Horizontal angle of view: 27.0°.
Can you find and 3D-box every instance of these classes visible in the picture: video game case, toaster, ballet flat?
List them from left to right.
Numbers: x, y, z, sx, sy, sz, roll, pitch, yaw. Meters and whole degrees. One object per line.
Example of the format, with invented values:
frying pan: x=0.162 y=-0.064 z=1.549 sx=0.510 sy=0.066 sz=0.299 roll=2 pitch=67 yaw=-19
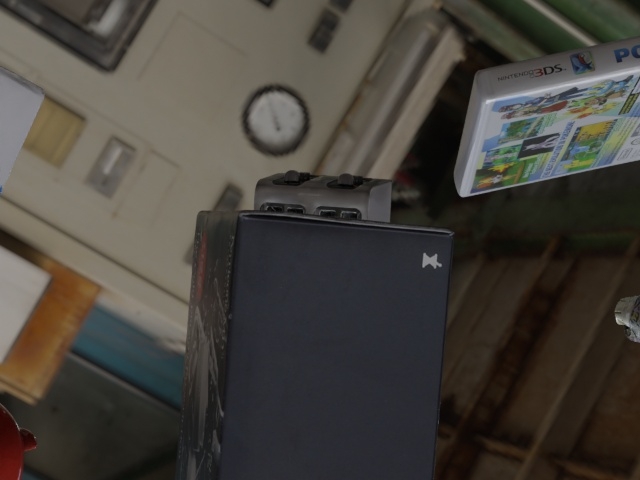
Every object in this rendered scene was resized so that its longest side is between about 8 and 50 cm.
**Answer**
toaster: x=0.000 y=0.000 z=1.768 sx=0.110 sy=0.168 sz=0.185 roll=-11 pitch=105 yaw=-69
video game case: x=0.287 y=-0.127 z=1.297 sx=0.329 sy=0.300 sz=0.036 roll=81 pitch=-3 yaw=-77
ballet flat: x=0.283 y=0.069 z=1.196 sx=0.041 sy=0.041 sz=0.114 roll=-60 pitch=162 yaw=-6

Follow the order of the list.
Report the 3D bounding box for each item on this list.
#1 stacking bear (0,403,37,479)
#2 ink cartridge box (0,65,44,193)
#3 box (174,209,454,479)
stacking bear: x=-0.313 y=0.183 z=0.985 sx=0.289 sy=0.175 sz=0.164 roll=-15 pitch=98 yaw=-78
ink cartridge box: x=-0.593 y=-0.143 z=1.664 sx=0.285 sy=0.395 sz=0.166 roll=-67 pitch=161 yaw=-3
box: x=-0.022 y=0.146 z=1.174 sx=0.312 sy=0.179 sz=0.343 roll=-176 pitch=-89 yaw=-78
